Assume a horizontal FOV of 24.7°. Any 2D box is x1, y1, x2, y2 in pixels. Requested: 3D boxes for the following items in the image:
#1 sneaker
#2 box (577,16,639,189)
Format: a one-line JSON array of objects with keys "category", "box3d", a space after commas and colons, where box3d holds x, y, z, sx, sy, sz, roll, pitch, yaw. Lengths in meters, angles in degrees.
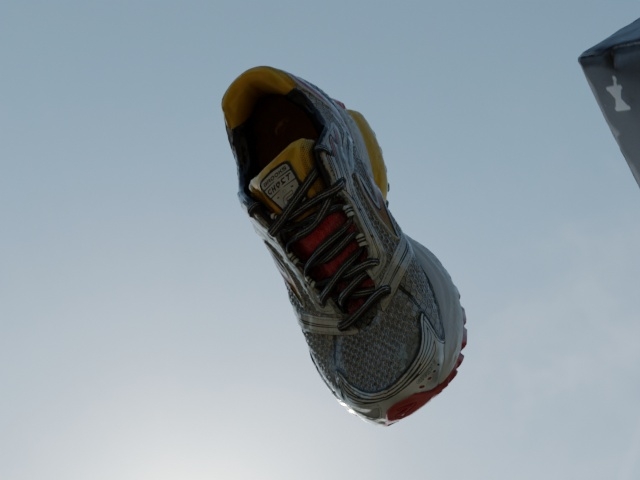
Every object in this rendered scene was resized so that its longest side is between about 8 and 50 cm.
[{"category": "sneaker", "box3d": [0.000, 0.000, 0.766, 0.088, 0.225, 0.093, -37, -37, 15]}, {"category": "box", "box3d": [0.178, -0.049, 0.355, 0.158, 0.156, 0.093, -30, -79, -16]}]
